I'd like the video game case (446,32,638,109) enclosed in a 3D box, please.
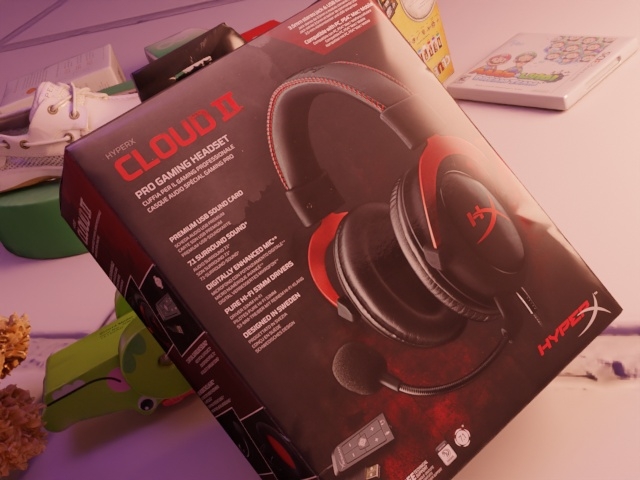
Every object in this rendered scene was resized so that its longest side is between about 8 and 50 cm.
[{"bbox_3d":[0.243,-0.191,0.947,0.143,0.019,0.157,-39,34,-28],"label":"video game case"}]

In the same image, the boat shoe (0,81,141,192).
[{"bbox_3d":[-0.282,-0.126,0.935,0.277,0.096,0.098,-14,31,10],"label":"boat shoe"}]

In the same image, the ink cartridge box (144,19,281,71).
[{"bbox_3d":[-0.146,-0.309,1.340,0.225,0.056,0.181,-31,32,-13],"label":"ink cartridge box"}]

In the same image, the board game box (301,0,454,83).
[{"bbox_3d":[0.055,-0.201,0.935,0.042,0.165,0.243,8,40,39],"label":"board game box"}]

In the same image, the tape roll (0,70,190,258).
[{"bbox_3d":[-0.262,-0.103,1.057,0.321,0.077,0.321,-16,30,9],"label":"tape roll"}]

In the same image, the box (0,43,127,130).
[{"bbox_3d":[-0.373,-0.206,1.273,0.170,0.091,0.130,-21,31,-2],"label":"box"}]

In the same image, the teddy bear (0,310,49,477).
[{"bbox_3d":[-0.305,0.154,0.591,0.245,0.113,0.338,-19,21,-14],"label":"teddy bear"}]

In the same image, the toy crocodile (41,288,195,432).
[{"bbox_3d":[-0.064,0.051,0.680,0.340,0.105,0.115,-30,25,-9],"label":"toy crocodile"}]

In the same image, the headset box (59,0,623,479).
[{"bbox_3d":[0.000,0.000,0.521,0.218,0.293,0.110,-36,-4,-25],"label":"headset box"}]
